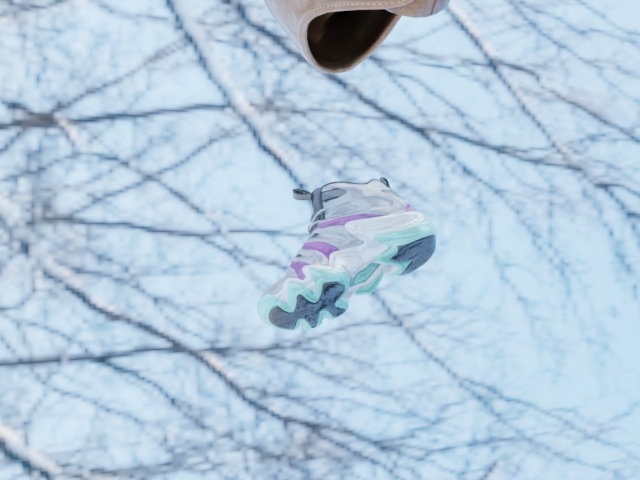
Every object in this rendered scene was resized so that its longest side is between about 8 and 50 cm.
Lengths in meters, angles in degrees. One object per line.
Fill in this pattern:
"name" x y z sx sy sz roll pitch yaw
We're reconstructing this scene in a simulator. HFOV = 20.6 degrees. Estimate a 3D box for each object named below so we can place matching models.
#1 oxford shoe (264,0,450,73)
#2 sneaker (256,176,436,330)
"oxford shoe" 0.030 -0.107 0.488 0.212 0.076 0.076 129 -53 -69
"sneaker" 0.000 0.000 0.858 0.069 0.098 0.038 51 -26 31
